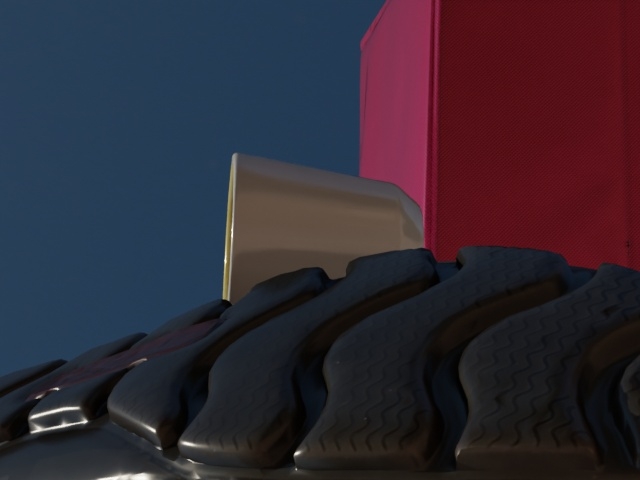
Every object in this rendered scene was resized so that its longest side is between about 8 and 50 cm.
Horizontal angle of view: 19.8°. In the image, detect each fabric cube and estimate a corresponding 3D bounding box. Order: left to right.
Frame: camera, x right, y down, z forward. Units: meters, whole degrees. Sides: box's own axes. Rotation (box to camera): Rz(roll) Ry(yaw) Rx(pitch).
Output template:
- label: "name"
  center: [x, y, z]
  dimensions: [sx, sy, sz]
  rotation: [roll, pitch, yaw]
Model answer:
- label: "fabric cube"
  center: [0.167, -0.051, 1.247]
  dimensions: [0.259, 0.254, 0.258]
  rotation: [4, -106, -9]

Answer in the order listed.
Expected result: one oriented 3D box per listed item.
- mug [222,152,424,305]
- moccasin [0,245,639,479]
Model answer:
- label: "mug"
  center: [0.000, -0.001, 0.614]
  dimensions: [0.064, 0.078, 0.062]
  rotation: [2, -50, -4]
- label: "moccasin"
  center: [-0.027, 0.101, 0.514]
  dimensions: [0.139, 0.380, 0.147]
  rotation: [-41, -71, -53]
